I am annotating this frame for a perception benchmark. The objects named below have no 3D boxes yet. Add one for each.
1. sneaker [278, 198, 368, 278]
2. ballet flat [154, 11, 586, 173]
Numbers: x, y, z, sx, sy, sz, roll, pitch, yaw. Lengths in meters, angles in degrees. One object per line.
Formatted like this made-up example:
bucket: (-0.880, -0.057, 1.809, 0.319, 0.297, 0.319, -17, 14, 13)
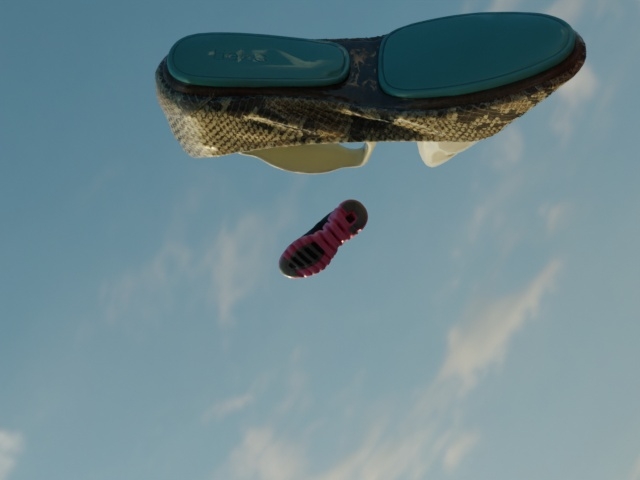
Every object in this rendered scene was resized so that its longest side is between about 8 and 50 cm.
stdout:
sneaker: (0.000, 0.000, 1.360, 0.119, 0.047, 0.057, -38, 11, -11)
ballet flat: (0.056, -0.158, 1.380, 0.182, 0.482, 0.164, 79, -168, -45)
